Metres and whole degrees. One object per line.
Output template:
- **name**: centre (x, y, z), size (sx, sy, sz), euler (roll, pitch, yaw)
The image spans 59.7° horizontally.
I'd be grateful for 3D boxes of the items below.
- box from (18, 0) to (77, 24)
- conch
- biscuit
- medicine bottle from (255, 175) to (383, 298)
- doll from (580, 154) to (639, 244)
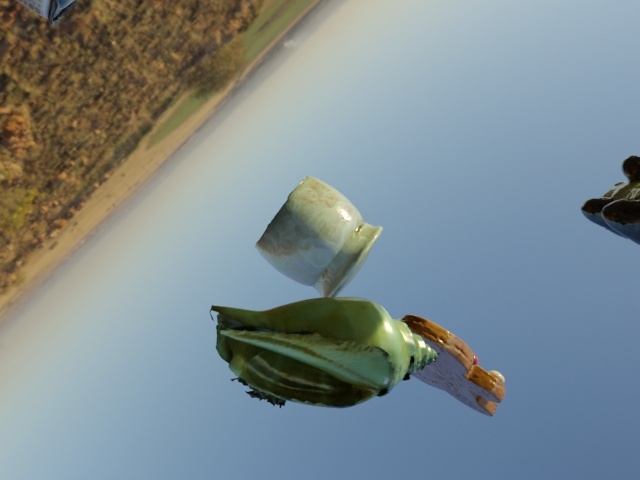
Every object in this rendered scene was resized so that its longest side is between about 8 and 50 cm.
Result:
- **box**: centre (-0.475, -0.477, 0.755), size (0.112, 0.370, 0.190), euler (-36, -151, 54)
- **conch**: centre (0.011, 0.094, 0.472), size (0.201, 0.094, 0.079), euler (-3, 180, -7)
- **biscuit**: centre (0.190, 0.185, 0.857), size (0.205, 0.324, 0.049), euler (25, -106, 32)
- **medicine bottle**: centre (0.000, 0.000, 0.818), size (0.147, 0.143, 0.147), euler (-52, 179, -1)
- **doll**: centre (0.555, -0.059, 0.969), size (0.143, 0.135, 0.234), euler (-46, -173, 9)
